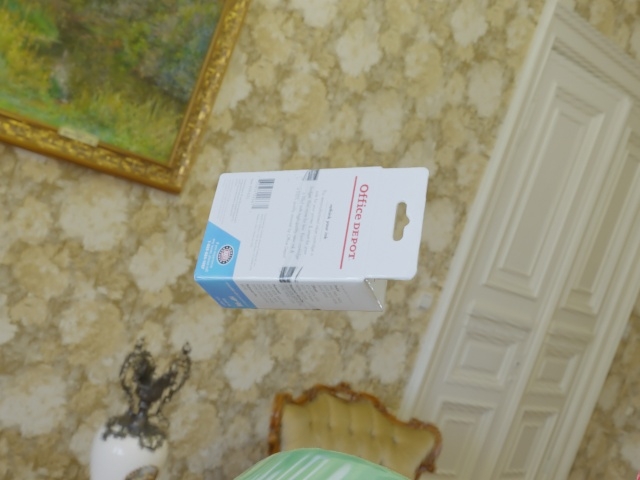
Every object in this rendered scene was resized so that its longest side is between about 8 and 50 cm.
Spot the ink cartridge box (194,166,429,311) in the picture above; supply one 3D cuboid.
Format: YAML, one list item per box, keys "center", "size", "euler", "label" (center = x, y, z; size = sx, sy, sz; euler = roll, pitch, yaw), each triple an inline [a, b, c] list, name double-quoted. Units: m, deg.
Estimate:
- center: [0.000, 0.000, 0.654]
  size: [0.180, 0.104, 0.060]
  euler: [0, -30, 20]
  label: "ink cartridge box"

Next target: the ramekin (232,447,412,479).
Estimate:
- center: [0.011, 0.265, 0.446]
  size: [0.303, 0.303, 0.148]
  euler: [22, 40, 33]
  label: "ramekin"

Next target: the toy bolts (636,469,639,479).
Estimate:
- center: [0.265, 0.236, 0.424]
  size: [0.229, 0.218, 0.158]
  euler: [23, -8, 45]
  label: "toy bolts"
